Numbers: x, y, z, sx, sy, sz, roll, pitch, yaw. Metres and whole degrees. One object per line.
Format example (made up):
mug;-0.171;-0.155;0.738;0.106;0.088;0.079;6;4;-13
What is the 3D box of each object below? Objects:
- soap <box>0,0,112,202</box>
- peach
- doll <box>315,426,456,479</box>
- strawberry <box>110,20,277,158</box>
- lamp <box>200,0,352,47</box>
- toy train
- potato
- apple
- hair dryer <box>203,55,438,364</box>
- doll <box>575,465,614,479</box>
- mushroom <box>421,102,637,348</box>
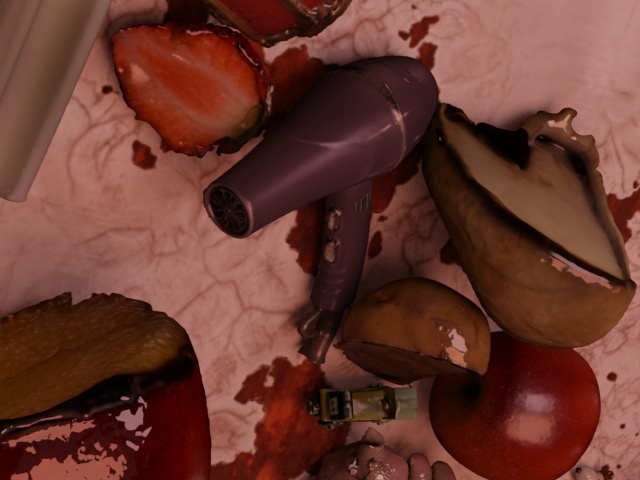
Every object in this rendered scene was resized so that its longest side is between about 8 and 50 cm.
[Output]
soap;-0.269;-0.198;1.542;0.095;0.173;0.289;10;121;-33
peach;-0.287;0.220;1.642;0.353;0.339;0.416;35;105;-18
doll;0.068;0.299;2.013;0.192;0.095;0.149;29;120;-26
strawberry;-0.130;-0.160;1.710;0.187;0.082;0.146;32;114;-27
lamp;-0.076;-0.304;1.613;0.177;0.177;0.274;-49;125;0
toy train;0.049;0.187;1.962;0.122;0.081;0.050;0;86;-26
potato;0.090;0.093;1.896;0.138;0.243;0.098;20;76;-16
apple;0.224;0.190;2.001;0.168;0.181;0.181;29;97;-34
hair dryer;0.000;0.000;1.816;0.301;0.121;0.361;-37;143;-39
doll;0.334;0.323;2.203;0.058;0.040;0.085;21;97;-20
mushroom;0.194;-0.018;1.872;0.217;0.292;0.212;16;136;-13
